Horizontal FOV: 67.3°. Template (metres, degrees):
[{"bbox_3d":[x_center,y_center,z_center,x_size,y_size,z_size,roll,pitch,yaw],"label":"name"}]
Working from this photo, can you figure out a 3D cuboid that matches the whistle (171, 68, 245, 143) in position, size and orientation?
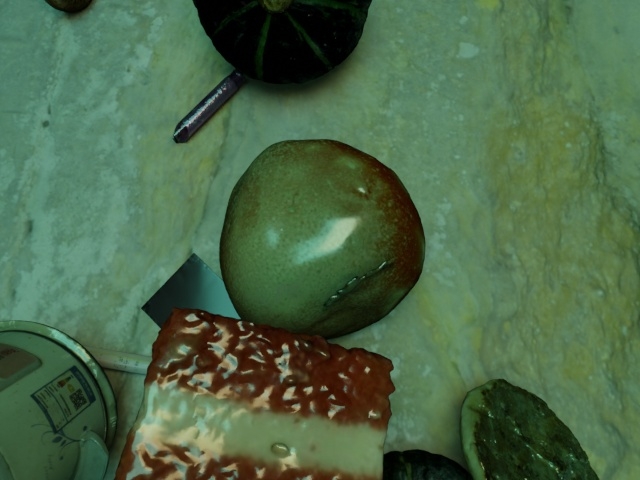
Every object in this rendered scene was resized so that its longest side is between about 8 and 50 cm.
[{"bbox_3d":[-0.203,-0.243,0.872,0.033,0.033,0.176,41,81,12],"label":"whistle"}]

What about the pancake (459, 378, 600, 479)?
[{"bbox_3d":[0.279,0.300,0.629,0.253,0.037,0.254,22,40,-20],"label":"pancake"}]

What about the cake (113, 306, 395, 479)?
[{"bbox_3d":[-0.098,0.270,0.566,0.269,0.270,0.320,16,70,-13],"label":"cake"}]

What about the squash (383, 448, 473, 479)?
[{"bbox_3d":[0.126,0.407,0.616,0.252,0.165,0.252,-2,75,8],"label":"squash"}]

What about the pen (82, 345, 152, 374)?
[{"bbox_3d":[-0.389,0.183,0.775,0.269,0.033,0.033,7,76,6],"label":"pen"}]

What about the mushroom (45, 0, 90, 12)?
[{"bbox_3d":[-0.487,-0.504,0.924,0.085,0.109,0.126,15,93,3],"label":"mushroom"}]

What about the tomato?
[{"bbox_3d":[0.000,0.000,0.689,0.303,0.239,0.304,-1,79,6],"label":"tomato"}]

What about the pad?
[{"bbox_3d":[-0.189,0.127,0.791,0.190,0.004,0.127,41,81,13],"label":"pad"}]

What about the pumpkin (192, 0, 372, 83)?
[{"bbox_3d":[-0.066,-0.408,0.770,0.315,0.238,0.315,0,115,0],"label":"pumpkin"}]

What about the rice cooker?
[{"bbox_3d":[-0.431,0.257,0.630,0.316,0.316,0.264,14,103,7],"label":"rice cooker"}]
